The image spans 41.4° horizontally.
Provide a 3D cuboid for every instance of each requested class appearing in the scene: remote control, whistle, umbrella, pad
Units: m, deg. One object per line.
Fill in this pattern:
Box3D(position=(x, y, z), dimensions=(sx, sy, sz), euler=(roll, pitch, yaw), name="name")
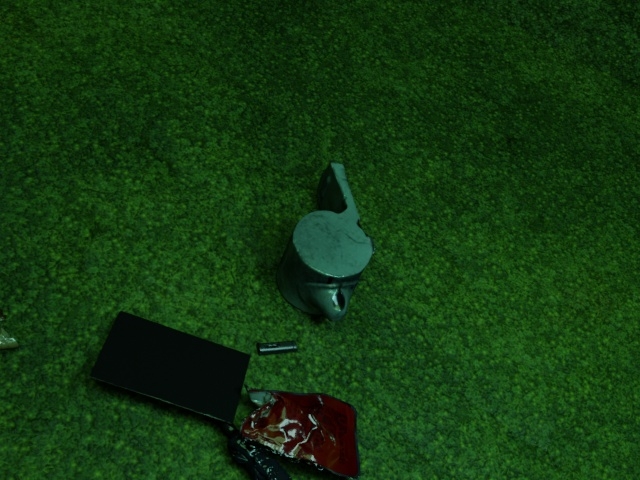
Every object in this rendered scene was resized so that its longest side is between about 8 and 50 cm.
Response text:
Box3D(position=(-0.095, 0.235, 1.874), dimensions=(0.091, 0.016, 0.034), euler=(-3, 52, -23), name="remote control")
Box3D(position=(0.030, 0.000, 1.996), dimensions=(0.188, 0.168, 0.404), euler=(24, 51, -1), name="whistle")
Box3D(position=(-0.140, 0.423, 1.687), dimensions=(0.071, 0.071, 0.248), euler=(-29, 70, -34), name="umbrella")
Box3D(position=(-0.304, 0.260, 1.757), dimensions=(0.300, 0.005, 0.202), euler=(19, 37, -6), name="pad")

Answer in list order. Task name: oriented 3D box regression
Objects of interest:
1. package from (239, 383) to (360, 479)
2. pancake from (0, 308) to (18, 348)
Box3D(position=(-0.037, 0.377, 1.738), dimensions=(0.270, 0.071, 0.194), euler=(18, 46, -12), name="package")
Box3D(position=(-0.750, 0.144, 1.681), dimensions=(0.212, 0.056, 0.257), euler=(-20, 56, -39), name="pancake")
